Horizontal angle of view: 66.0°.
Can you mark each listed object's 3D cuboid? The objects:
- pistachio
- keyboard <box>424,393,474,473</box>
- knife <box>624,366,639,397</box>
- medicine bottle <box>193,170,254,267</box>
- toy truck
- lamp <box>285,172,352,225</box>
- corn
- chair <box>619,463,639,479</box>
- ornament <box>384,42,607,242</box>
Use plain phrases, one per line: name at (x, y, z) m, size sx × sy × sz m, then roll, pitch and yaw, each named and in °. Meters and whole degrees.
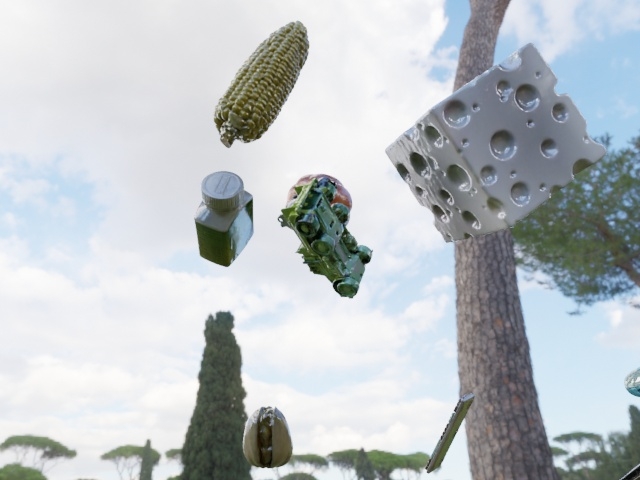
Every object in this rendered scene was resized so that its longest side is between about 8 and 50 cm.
pistachio at (-0.109, 0.417, 1.040) m, size 0.113 × 0.113 × 0.149 m, roll 3°, pitch -71°, yaw -8°
keyboard at (0.242, 0.361, 0.925) m, size 0.055 × 0.017 × 0.166 m, roll 2°, pitch -67°, yaw -49°
knife at (0.698, 0.251, 0.940) m, size 0.031 × 0.064 × 0.222 m, roll 31°, pitch -46°, yaw -34°
medicine bottle at (-0.208, -0.052, 1.071) m, size 0.088 × 0.132 × 0.189 m, roll 22°, pitch -40°, yaw 12°
toy truck at (0.004, 0.002, 1.052) m, size 0.135 × 0.128 × 0.260 m, roll -11°, pitch -51°, yaw 37°
lamp at (0.001, -0.092, 1.375) m, size 0.187 × 0.188 × 0.163 m, roll -24°, pitch -24°, yaw 29°
corn at (-0.128, -0.349, 1.106) m, size 0.130 × 0.347 × 0.130 m, roll 24°, pitch -21°, yaw 10°
chair at (0.803, 0.614, 1.162) m, size 0.166 × 0.272 × 0.188 m, roll 30°, pitch -41°, yaw 23°
ornament at (0.311, -0.165, 0.926) m, size 0.239 × 0.240 × 0.239 m, roll -35°, pitch 2°, yaw -13°
